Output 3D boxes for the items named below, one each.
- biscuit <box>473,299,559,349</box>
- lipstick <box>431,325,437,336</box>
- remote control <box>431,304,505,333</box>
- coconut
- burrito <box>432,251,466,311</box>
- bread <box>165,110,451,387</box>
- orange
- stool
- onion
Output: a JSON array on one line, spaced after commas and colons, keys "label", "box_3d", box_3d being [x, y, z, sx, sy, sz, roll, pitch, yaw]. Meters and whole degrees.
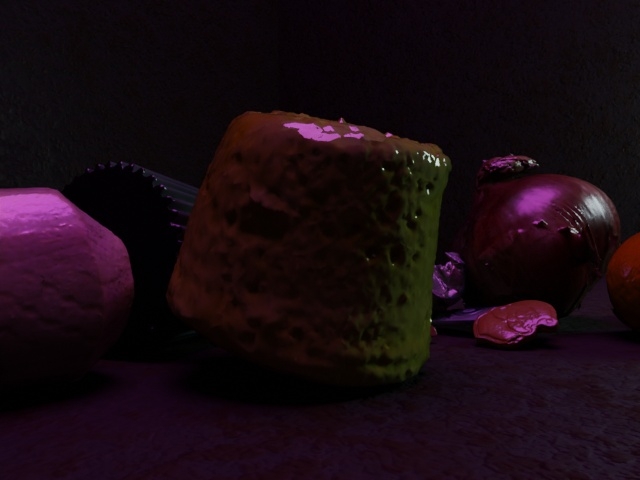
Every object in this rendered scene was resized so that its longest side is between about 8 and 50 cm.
[{"label": "biscuit", "box_3d": [0.300, 0.128, 0.861, 0.130, 0.019, 0.102, -19, 21, 3]}, {"label": "lipstick", "box_3d": [0.113, 0.140, 0.943, 0.186, 0.057, 0.063, 2, 1, 39]}, {"label": "remote control", "box_3d": [0.277, 0.142, 0.971, 0.256, 0.045, 0.097, -5, 4, 44]}, {"label": "coconut", "box_3d": [-0.362, 0.060, 0.638, 0.259, 0.260, 0.259, -1, 0, 0]}, {"label": "burrito", "box_3d": [0.181, 0.098, 1.078, 0.228, 0.089, 0.144, -12, 35, 54]}, {"label": "bread", "box_3d": [0.000, 0.000, 0.701, 0.347, 0.308, 0.348, 16, 11, -3]}, {"label": "orange", "box_3d": [0.577, 0.068, 0.885, 0.219, 0.193, 0.219, -13, -13, -3]}, {"label": "stool", "box_3d": [-0.254, 0.041, 0.970, 0.297, 0.298, 0.330, -1, -5, 25]}, {"label": "onion", "box_3d": [0.418, 0.021, 1.095, 0.353, 0.354, 0.353, -1, 0, 0]}]
